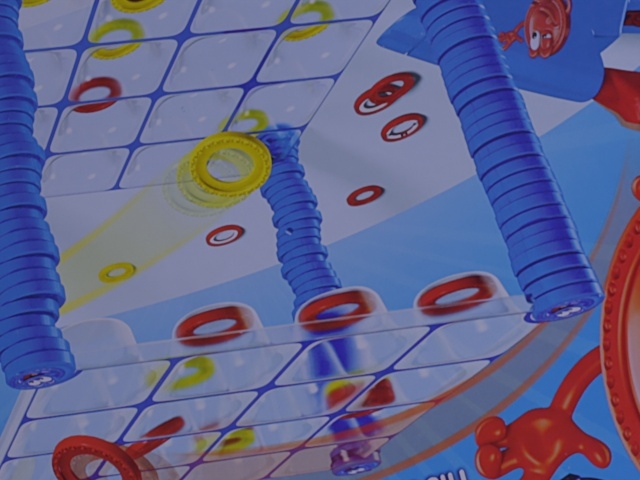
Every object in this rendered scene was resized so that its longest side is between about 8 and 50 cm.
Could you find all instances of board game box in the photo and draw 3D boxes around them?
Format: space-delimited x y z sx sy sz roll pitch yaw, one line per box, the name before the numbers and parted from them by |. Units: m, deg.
board game box | -0.014 0.034 0.556 0.086 0.308 0.302 14 60 -73
